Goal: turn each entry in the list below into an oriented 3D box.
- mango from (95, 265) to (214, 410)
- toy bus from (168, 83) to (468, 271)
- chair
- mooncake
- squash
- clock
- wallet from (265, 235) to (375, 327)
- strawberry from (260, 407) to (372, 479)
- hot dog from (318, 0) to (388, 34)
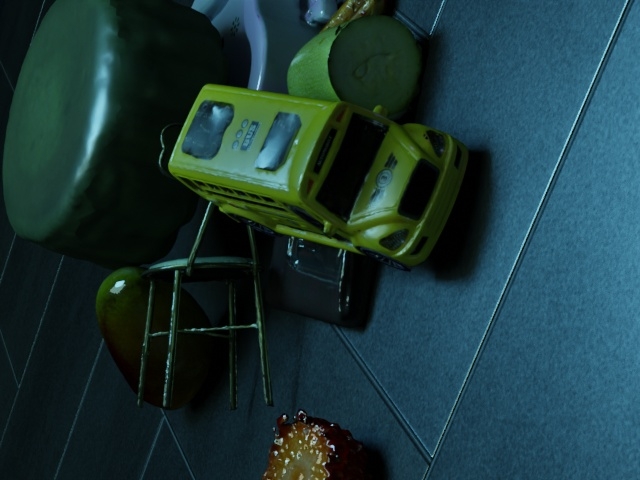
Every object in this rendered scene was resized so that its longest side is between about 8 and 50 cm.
[{"bbox_3d":[-0.206,0.117,2.097,0.267,0.133,0.111,73,-162,-49],"label":"mango"},{"bbox_3d":[-0.008,-0.074,1.711,0.331,0.151,0.145,14,77,50],"label":"toy bus"},{"bbox_3d":[-0.133,0.037,1.942,0.170,0.160,0.325,162,107,-67],"label":"chair"},{"bbox_3d":[-0.254,-0.141,2.068,0.356,0.194,0.356,-29,56,53],"label":"mooncake"},{"bbox_3d":[0.028,-0.181,1.834,0.187,0.123,0.123,174,107,-68],"label":"squash"},{"bbox_3d":[-0.091,-0.216,2.108,0.338,0.102,0.338,-39,45,53],"label":"clock"},{"bbox_3d":[0.000,0.000,1.878,0.229,0.049,0.181,-174,93,-67],"label":"wallet"},{"bbox_3d":[-0.003,0.252,1.714,0.145,0.086,0.145,-36,48,56],"label":"strawberry"},{"bbox_3d":[0.040,-0.253,1.925,0.144,0.038,0.062,-45,37,46],"label":"hot dog"}]
